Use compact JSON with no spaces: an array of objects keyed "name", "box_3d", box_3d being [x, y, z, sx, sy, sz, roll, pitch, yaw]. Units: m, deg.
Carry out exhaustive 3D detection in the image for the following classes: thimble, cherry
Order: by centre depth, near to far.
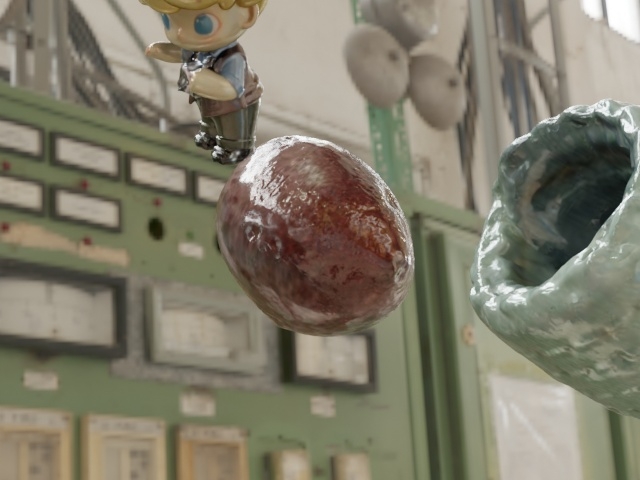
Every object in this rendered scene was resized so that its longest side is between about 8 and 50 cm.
[{"name":"thimble","box_3d":[0.219,0.011,0.939,0.172,0.205,0.250,32,0,-18]},{"name":"cherry","box_3d":[0.000,0.000,1.397,0.203,0.230,0.300,-36,26,-13]}]

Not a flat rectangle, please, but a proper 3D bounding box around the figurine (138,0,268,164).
[{"name":"figurine","box_3d":[-0.087,-0.158,0.951,0.108,0.196,0.114,-10,30,-20]}]
